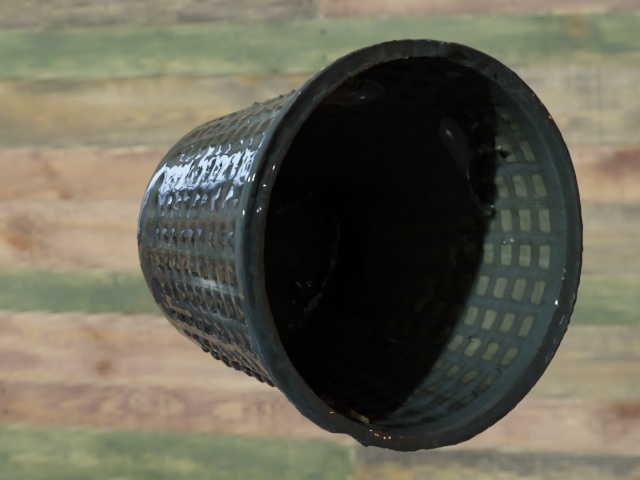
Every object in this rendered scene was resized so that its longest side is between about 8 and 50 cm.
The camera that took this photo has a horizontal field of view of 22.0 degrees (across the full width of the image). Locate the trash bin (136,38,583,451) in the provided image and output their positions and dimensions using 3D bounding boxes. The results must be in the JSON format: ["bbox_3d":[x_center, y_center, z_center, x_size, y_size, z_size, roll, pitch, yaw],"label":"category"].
[{"bbox_3d":[0.000,0.000,0.742,0.175,0.175,0.161,-14,10,-33],"label":"trash bin"}]
